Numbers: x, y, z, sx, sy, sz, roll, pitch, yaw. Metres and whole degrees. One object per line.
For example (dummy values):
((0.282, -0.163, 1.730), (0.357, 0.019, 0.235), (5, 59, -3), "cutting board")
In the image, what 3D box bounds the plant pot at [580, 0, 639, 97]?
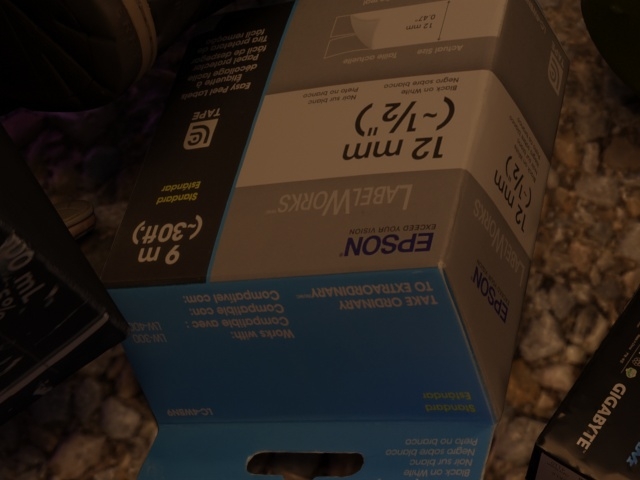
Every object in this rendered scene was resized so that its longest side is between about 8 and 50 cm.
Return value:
((0.365, -0.249, 1.021), (0.366, 0.366, 0.353), (30, 75, 18), "plant pot")

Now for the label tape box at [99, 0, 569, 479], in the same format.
((0.000, 0.000, 0.929), (0.249, 0.115, 0.347), (-4, 52, 31), "label tape box")

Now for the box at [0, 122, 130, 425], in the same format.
((-0.424, 0.007, 0.706), (0.472, 0.480, 0.297), (-37, 65, -1), "box")

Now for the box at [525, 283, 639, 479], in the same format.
((0.330, 0.109, 0.933), (0.293, 0.073, 0.295), (30, 63, 17), "box")

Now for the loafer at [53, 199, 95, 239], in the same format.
((-0.214, 0.010, 1.027), (0.125, 0.039, 0.045), (-23, 28, -16), "loafer")

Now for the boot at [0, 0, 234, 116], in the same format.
((-0.152, -0.211, 1.046), (0.284, 0.138, 0.377), (-38, 27, -28), "boot")
